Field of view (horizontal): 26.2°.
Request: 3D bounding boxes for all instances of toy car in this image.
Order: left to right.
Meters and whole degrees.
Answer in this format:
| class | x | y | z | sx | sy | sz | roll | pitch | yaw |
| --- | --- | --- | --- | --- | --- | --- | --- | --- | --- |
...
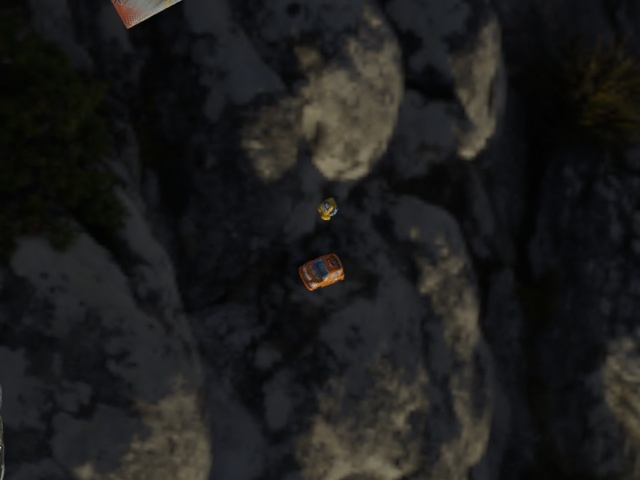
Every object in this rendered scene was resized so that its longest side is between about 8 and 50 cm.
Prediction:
| class | x | y | z | sx | sy | sz | roll | pitch | yaw |
| --- | --- | --- | --- | --- | --- | --- | --- | --- | --- |
| toy car | 0.000 | 0.000 | 1.694 | 0.060 | 0.040 | 0.122 | 1 | 65 | -27 |

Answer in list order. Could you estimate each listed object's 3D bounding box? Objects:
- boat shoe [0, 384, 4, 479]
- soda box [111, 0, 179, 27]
| class | x | y | z | sx | sy | sz | roll | pitch | yaw |
| --- | --- | --- | --- | --- | --- | --- | --- | --- | --- |
| boat shoe | -0.432 | 0.268 | 1.730 | 0.076 | 0.080 | 0.228 | -108 | -152 | -50 |
| soda box | -0.096 | -0.208 | 0.986 | 0.058 | 0.063 | 0.183 | 61 | 23 | -13 |
